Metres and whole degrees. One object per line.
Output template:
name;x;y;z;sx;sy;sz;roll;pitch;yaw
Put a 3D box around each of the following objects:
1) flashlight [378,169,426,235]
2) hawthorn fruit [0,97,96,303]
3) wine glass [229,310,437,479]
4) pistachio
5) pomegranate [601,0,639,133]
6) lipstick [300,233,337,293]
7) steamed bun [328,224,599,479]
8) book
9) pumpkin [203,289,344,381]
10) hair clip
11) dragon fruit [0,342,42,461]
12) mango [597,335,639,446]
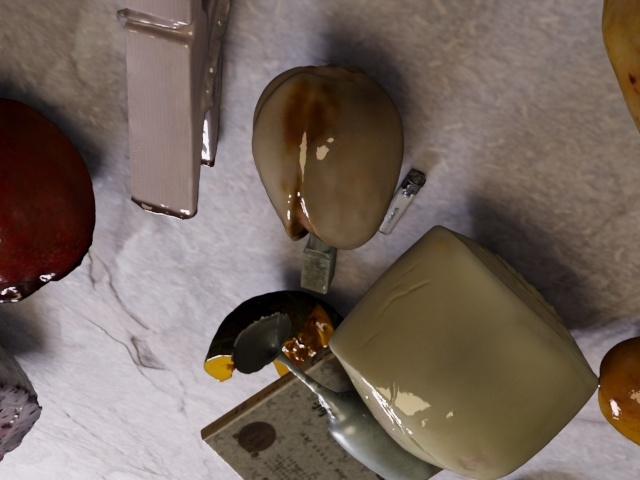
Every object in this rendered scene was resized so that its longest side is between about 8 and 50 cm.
flashlight;0.076;-0.036;1.266;0.018;0.018;0.083;28;140;-2
hawthorn fruit;-0.334;-0.060;1.334;0.190;0.189;0.251;-11;110;34
wine glass;0.025;0.170;1.318;0.074;0.074;0.262;-18;131;39
pistachio;0.006;-0.071;1.170;0.144;0.144;0.215;9;145;17
pomegranate;0.325;-0.151;0.864;0.270;0.229;0.252;-21;124;33
lipstick;0.001;0.000;1.333;0.030;0.030;0.129;16;139;9
steamed bun;0.142;0.124;1.252;0.200;0.155;0.250;-46;118;4
book;0.060;0.185;1.384;0.310;0.021;0.217;-34;121;9
pumpkin;-0.029;0.110;1.409;0.184;0.107;0.119;25;146;-28
hair clip;-0.131;-0.167;1.165;0.085;0.101;0.330;19;138;13
dragon fruit;-0.507;0.194;1.666;0.221;0.204;0.283;48;115;17
mango;0.342;0.161;1.306;0.115;0.089;0.165;-25;124;31
